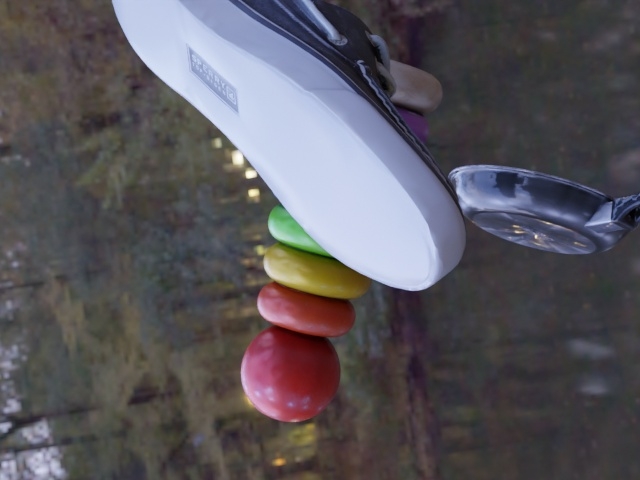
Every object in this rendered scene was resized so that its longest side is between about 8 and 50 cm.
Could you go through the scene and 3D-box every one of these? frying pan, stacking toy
[{"bbox_3d":[0.276,-0.020,1.200,0.197,0.326,0.053,31,-107,-55],"label":"frying pan"},{"bbox_3d":[0.000,0.000,1.071,0.141,0.141,0.330,-124,49,-84],"label":"stacking toy"}]

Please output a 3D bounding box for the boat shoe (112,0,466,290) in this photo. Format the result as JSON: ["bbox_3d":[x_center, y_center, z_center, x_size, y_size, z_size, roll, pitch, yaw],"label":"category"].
[{"bbox_3d":[-0.004,-0.092,0.712,0.301,0.102,0.108,43,149,34],"label":"boat shoe"}]
